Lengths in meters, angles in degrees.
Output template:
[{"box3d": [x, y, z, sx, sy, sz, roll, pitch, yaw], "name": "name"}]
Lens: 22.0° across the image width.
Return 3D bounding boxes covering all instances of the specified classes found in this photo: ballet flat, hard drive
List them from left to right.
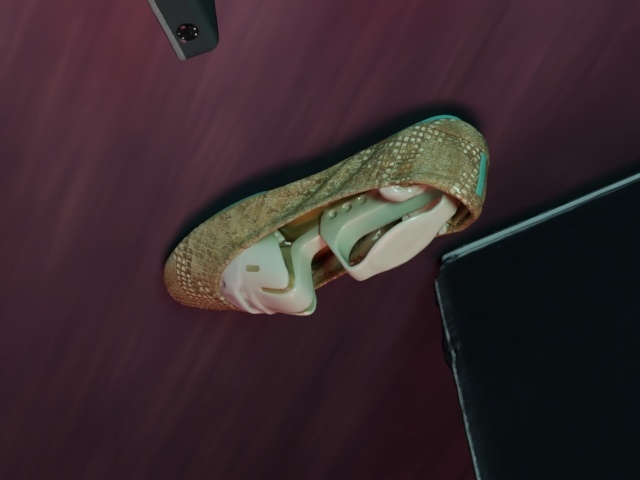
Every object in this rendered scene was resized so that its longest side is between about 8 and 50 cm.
[{"box3d": [-0.080, -0.157, 0.708, 0.022, 0.094, 0.135, -18, 135, 9], "name": "hard drive"}, {"box3d": [0.000, 0.000, 0.903, 0.206, 0.067, 0.073, -29, 133, 21], "name": "ballet flat"}]

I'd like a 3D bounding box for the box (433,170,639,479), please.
[{"box3d": [0.393, 0.152, 0.963, 0.480, 0.297, 0.472, -24, 136, 16], "name": "box"}]
